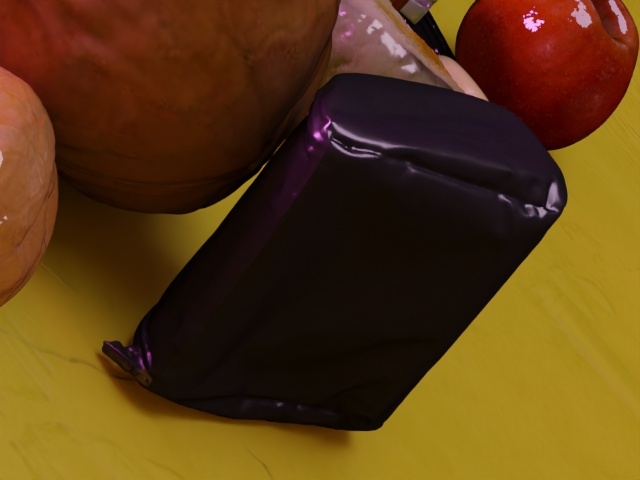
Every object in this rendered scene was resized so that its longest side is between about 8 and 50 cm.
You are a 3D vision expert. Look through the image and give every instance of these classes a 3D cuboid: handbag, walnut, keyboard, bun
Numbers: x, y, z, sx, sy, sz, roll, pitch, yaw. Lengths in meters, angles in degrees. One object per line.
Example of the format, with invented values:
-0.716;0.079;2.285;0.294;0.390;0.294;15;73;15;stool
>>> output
0.000;-0.002;1.250;0.275;0.302;0.178;16;36;-35;handbag
-0.153;-0.216;1.255;0.308;0.354;0.397;-23;66;-22;walnut
-0.254;-0.031;1.074;0.159;0.159;0.206;32;50;-25;walnut
0.097;-0.314;2.002;0.087;0.017;0.250;8;49;-49;keyboard
0.045;-0.157;1.620;0.244;0.153;0.244;47;7;-8;bun

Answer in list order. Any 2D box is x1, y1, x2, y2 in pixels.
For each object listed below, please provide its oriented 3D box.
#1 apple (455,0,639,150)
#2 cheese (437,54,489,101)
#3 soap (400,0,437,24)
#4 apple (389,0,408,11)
0.273;-0.225;1.942;0.218;0.201;0.218;34;40;-35;apple
0.169;-0.117;1.726;0.255;0.050;0.127;-127;-164;-64;cheese
0.071;-0.408;1.912;0.265;0.160;0.087;40;36;-4;soap
0.025;-0.318;1.768;0.181;0.168;0.181;27;39;-24;apple
